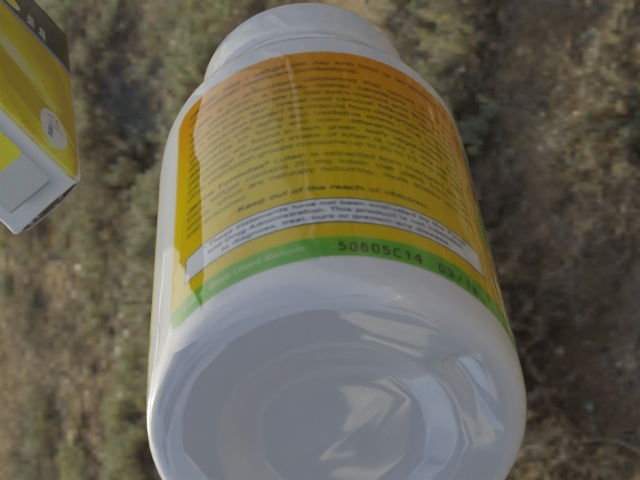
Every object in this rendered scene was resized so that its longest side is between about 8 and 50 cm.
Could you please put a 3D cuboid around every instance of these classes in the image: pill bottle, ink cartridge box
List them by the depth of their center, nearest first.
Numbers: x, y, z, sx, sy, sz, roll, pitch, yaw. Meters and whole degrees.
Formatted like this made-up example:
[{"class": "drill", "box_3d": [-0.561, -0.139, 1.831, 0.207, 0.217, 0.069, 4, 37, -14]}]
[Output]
[{"class": "pill bottle", "box_3d": [0.000, 0.000, 0.621, 0.246, 0.136, 0.136, -95, 25, -55]}, {"class": "ink cartridge box", "box_3d": [-0.281, -0.180, 0.953, 0.072, 0.307, 0.304, -37, 26, 8]}]
